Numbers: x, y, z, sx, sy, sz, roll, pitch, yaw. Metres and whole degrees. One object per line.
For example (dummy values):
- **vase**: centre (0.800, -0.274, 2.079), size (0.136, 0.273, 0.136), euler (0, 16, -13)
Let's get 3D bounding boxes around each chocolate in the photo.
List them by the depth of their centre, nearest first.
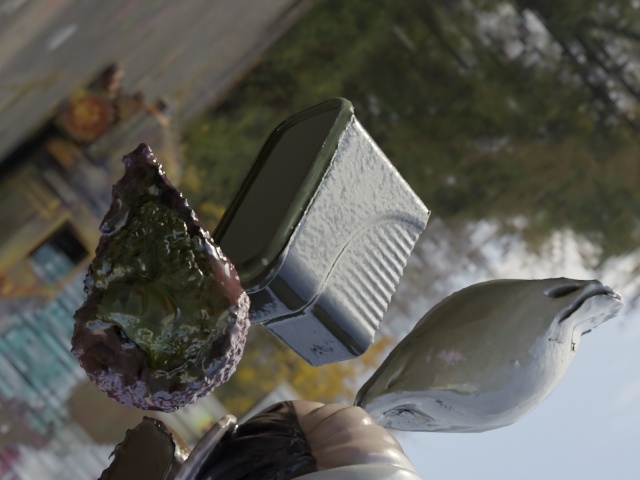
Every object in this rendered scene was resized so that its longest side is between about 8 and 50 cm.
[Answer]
- **chocolate**: centre (-0.199, 0.318, 1.827), size (0.261, 0.083, 0.161), euler (-62, -156, 2)

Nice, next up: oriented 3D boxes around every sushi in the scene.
- **sushi**: centre (-0.138, 0.043, 1.631), size (0.107, 0.161, 0.241), euler (83, 23, -80)

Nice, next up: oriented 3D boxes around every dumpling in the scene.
- **dumpling**: centre (0.196, 0.158, 2.154), size (0.341, 0.181, 0.260), euler (-47, 170, -15)

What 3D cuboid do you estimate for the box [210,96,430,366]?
- **box**: centre (0.000, 0.000, 1.852), size (0.138, 0.178, 0.274), euler (-17, -144, 43)

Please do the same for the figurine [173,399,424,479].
- **figurine**: centre (0.004, 0.320, 1.672), size (0.253, 0.361, 0.211), euler (-22, -146, -27)
